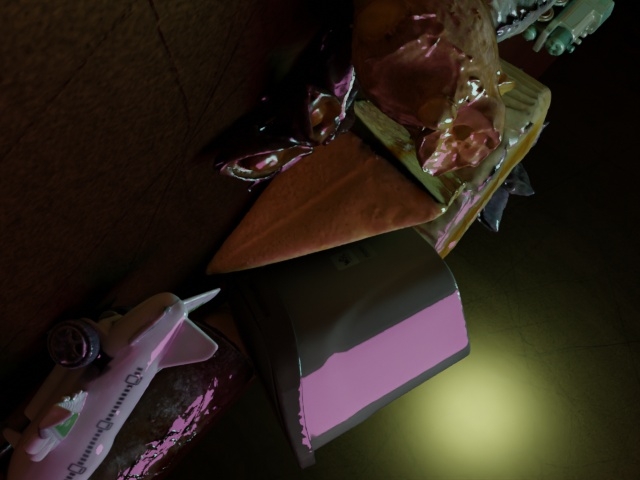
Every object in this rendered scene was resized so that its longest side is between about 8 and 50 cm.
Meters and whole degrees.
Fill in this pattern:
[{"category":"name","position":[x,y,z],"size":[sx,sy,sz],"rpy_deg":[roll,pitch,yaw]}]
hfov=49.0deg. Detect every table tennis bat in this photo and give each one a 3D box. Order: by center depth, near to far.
[{"category":"table tennis bat","position":[-0.310,0.208,0.704],"size":[0.083,0.007,0.050],"rpy_deg":[-46,173,0]}]

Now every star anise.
[{"category":"star anise","position":[-0.004,-0.115,0.582],"size":[0.212,0.053,0.157],"rpy_deg":[-40,170,-36]},{"category":"star anise","position":[0.299,-0.178,1.323],"size":[0.118,0.331,0.331],"rpy_deg":[0,147,-27]}]

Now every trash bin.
[{"category":"trash bin","position":[0.033,0.110,0.870],"size":[0.250,0.219,0.219],"rpy_deg":[-25,127,-9]}]

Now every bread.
[{"category":"bread","position":[0.021,-0.018,0.810],"size":[0.264,0.163,0.168],"rpy_deg":[-50,173,25]},{"category":"bread","position":[0.188,-0.119,1.109],"size":[0.388,0.183,0.236],"rpy_deg":[-53,163,6]}]

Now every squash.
[{"category":"squash","position":[-0.105,0.128,1.071],"size":[0.123,0.123,0.187],"rpy_deg":[-51,176,26]}]

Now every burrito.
[{"category":"burrito","position":[0.289,-0.342,1.022],"size":[0.096,0.066,0.309],"rpy_deg":[-47,174,39]}]

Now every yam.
[{"category":"yam","position":[-0.209,0.199,0.770],"size":[0.280,0.131,0.131],"rpy_deg":[-43,171,-26]}]

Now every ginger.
[{"category":"ginger","position":[0.080,-0.137,0.522],"size":[0.102,0.157,0.216],"rpy_deg":[-22,-148,25]}]

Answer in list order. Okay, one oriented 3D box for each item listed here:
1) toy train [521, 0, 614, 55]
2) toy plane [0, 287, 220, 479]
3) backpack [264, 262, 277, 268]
[{"category":"toy train","position":[0.480,-0.439,1.375],"size":[0.194,0.125,0.080],"rpy_deg":[-46,169,-18]},{"category":"toy plane","position":[-0.195,0.130,0.604],"size":[0.255,0.101,0.251],"rpy_deg":[-45,173,12]},{"category":"backpack","position":[0.003,-0.003,0.998],"size":[0.120,0.106,0.165],"rpy_deg":[-55,167,24]}]
